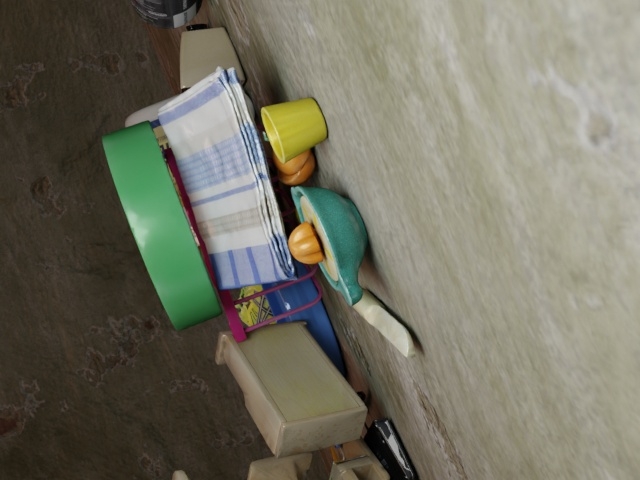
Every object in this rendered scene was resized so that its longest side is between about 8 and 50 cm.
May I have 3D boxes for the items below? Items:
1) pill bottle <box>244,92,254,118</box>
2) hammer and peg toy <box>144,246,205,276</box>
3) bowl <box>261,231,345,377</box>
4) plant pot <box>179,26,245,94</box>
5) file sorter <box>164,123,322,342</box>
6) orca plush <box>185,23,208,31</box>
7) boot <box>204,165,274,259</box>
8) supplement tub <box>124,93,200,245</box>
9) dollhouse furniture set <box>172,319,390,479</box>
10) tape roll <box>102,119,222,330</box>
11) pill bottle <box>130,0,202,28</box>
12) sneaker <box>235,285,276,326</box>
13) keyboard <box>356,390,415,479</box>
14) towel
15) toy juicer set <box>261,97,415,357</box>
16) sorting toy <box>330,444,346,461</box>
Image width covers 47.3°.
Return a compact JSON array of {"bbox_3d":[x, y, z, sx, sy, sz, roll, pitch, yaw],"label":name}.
[{"bbox_3d":[-0.183,-0.218,1.311,0.137,0.078,0.078,-10,104,55],"label":"pill bottle"},{"bbox_3d":[-0.366,-0.109,1.791,0.127,0.265,0.362,-12,99,55],"label":"hammer and peg toy"},{"bbox_3d":[-0.055,0.146,1.581,0.391,0.077,0.392,157,90,-80],"label":"bowl"},{"bbox_3d":[-0.194,-0.308,1.259,0.109,0.109,0.096,-165,66,-78],"label":"plant pot"},{"bbox_3d":[-0.122,-0.020,1.253,0.202,0.182,0.291,-123,15,-50],"label":"file sorter"},{"bbox_3d":[-0.210,-0.268,1.406,0.151,0.102,0.287,-142,31,-71],"label":"orca plush"},{"bbox_3d":[-0.157,-0.026,1.422,0.305,0.112,0.115,120,148,-46],"label":"boot"},{"bbox_3d":[-0.276,-0.163,1.637,0.228,0.228,0.317,-157,45,-76],"label":"supplement tub"},{"bbox_3d":[-0.086,0.383,1.316,0.256,0.361,0.395,48,133,48],"label":"dollhouse furniture set"},{"bbox_3d":[-0.242,-0.022,1.131,0.321,0.077,0.322,159,90,-80],"label":"tape roll"},{"bbox_3d":[-0.253,-0.439,1.170,0.245,0.130,0.131,166,81,-81],"label":"pill bottle"},{"bbox_3d":[-0.152,0.146,1.899,0.145,0.147,0.385,-124,17,-56],"label":"sneaker"},{"bbox_3d":[0.106,0.364,1.336,0.202,0.033,0.317,58,167,18],"label":"keyboard"},{"bbox_3d":[-0.132,-0.071,0.985,0.209,0.034,0.285,-10,99,53],"label":"towel"},{"bbox_3d":[0.000,0.000,0.911,0.209,0.089,0.329,143,103,-80],"label":"toy juicer set"},{"bbox_3d":[0.045,0.540,2.028,0.348,0.047,0.196,86,164,-61],"label":"sorting toy"}]
